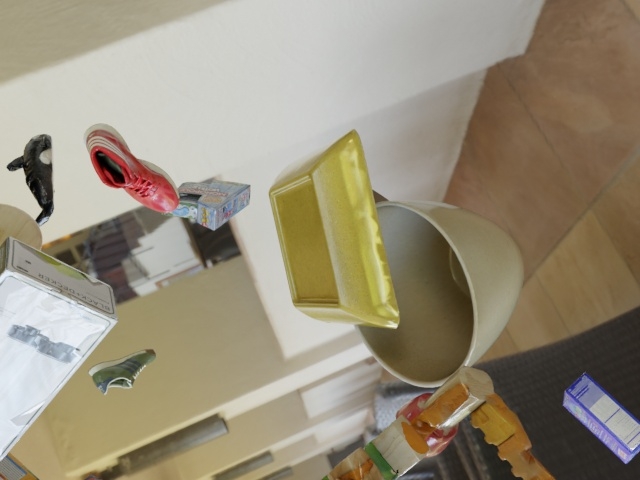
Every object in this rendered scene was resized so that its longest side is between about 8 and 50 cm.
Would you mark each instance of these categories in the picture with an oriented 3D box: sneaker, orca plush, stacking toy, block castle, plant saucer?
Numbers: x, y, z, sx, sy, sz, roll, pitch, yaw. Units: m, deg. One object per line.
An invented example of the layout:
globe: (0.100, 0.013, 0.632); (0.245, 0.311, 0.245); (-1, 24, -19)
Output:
sneaker: (-0.520, 0.359, 1.807); (0.086, 0.192, 0.064); (57, 133, 22)
orca plush: (-0.686, -0.152, 1.590); (0.151, 0.102, 0.287); (116, 145, -53)
stacking toy: (-0.580, 0.086, 1.197); (0.141, 0.141, 0.330); (64, 144, 28)
block castle: (0.106, 0.384, 0.797); (0.303, 0.453, 0.213); (50, 135, 17)
plant saucer: (0.000, 0.000, 1.207); (0.333, 0.081, 0.332); (168, 90, -68)
sneaker: (-0.339, -0.101, 1.211); (0.221, 0.087, 0.128); (42, -166, -35)

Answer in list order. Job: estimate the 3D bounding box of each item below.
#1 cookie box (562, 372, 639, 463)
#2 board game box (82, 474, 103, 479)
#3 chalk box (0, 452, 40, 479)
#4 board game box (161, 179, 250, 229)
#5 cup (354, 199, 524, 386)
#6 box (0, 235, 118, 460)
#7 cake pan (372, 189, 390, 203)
cookie box: (0.372, 0.233, 0.876); (0.107, 0.040, 0.092); (46, 176, 30)
board game box: (-0.548, 0.626, 1.275); (0.347, 0.056, 0.208); (-25, -53, -58)
chalk box: (-0.774, 0.625, 1.507); (0.180, 0.179, 0.289); (34, 122, 14)
board game box: (-0.290, -0.095, 1.685); (0.194, 0.194, 0.060); (-77, -6, -66)
cup: (0.229, 0.067, 1.222); (0.331, 0.237, 0.331); (26, 124, 46)
box: (-0.436, 0.156, 0.929); (0.169, 0.290, 0.087); (33, -166, -34)
cake pan: (0.139, -0.048, 1.637); (0.293, 0.054, 0.293); (31, -158, -14)
